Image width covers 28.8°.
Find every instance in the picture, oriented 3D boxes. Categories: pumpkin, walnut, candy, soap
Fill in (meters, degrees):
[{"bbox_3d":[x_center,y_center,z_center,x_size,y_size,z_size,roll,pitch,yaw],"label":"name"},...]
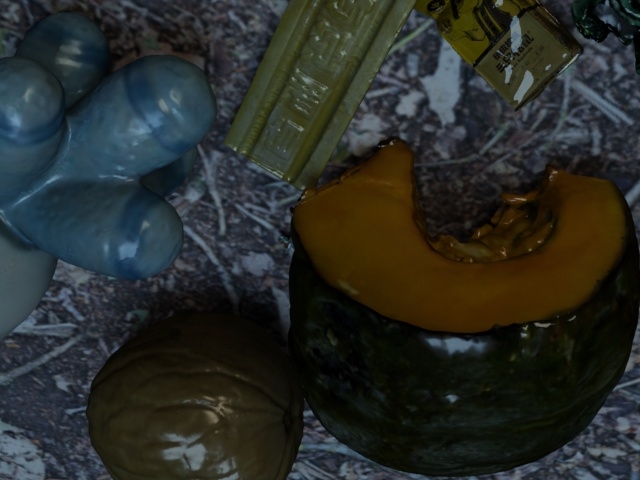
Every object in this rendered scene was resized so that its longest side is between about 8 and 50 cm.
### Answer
[{"bbox_3d":[0.122,0.068,1.096,0.303,0.256,0.225,10,137,20],"label":"pumpkin"},{"bbox_3d":[-0.128,0.179,1.261,0.228,0.228,0.228,4,132,4],"label":"walnut"},{"bbox_3d":[0.000,0.000,1.205,0.083,0.020,0.030,-8,129,15],"label":"candy"},{"bbox_3d":[0.002,-0.149,1.048,0.092,0.037,0.252,31,130,2],"label":"soap"}]

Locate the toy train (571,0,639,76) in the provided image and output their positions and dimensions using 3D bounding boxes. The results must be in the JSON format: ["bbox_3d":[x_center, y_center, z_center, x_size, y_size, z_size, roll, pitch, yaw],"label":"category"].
[{"bbox_3d":[0.318,-0.207,0.913,0.269,0.115,0.154,-35,114,31],"label":"toy train"}]

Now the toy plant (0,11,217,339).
[{"bbox_3d":[-0.233,-0.061,1.058,0.332,0.247,0.247,-27,123,23],"label":"toy plant"}]

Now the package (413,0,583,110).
[{"bbox_3d":[0.143,-0.173,1.010,0.131,0.047,0.071,44,124,4],"label":"package"}]
